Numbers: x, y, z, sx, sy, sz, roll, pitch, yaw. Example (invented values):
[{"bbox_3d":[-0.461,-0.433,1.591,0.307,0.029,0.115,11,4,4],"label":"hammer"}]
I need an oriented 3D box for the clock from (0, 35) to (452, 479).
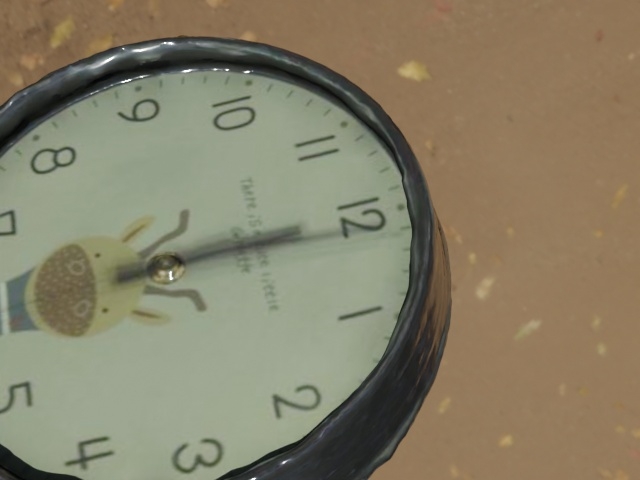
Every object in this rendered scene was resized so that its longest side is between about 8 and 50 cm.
[{"bbox_3d":[-0.049,0.011,0.408,0.184,0.184,0.040,-28,149,-8],"label":"clock"}]

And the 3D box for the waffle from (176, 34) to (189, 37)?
[{"bbox_3d":[-0.173,-0.090,1.341,0.056,0.253,0.249,16,147,-16],"label":"waffle"}]
